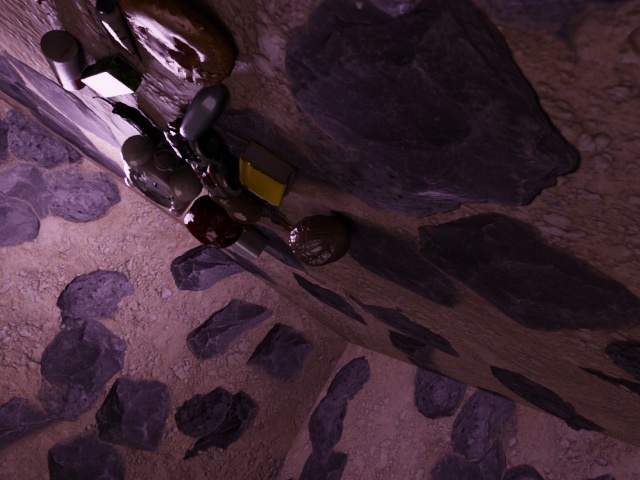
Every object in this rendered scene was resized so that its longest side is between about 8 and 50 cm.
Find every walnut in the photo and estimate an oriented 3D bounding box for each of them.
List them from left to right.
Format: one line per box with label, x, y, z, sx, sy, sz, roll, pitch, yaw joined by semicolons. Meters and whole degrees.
walnut;-0.439;-0.095;1.952;0.268;0.243;0.222;33;127;23
walnut;0.001;-0.002;1.419;0.178;0.178;0.230;40;151;-27

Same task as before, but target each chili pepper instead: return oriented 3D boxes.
chili pepper;-0.645;-0.415;1.579;0.122;0.065;0.279;17;163;33

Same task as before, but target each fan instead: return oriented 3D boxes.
fan;-0.143;-0.090;1.712;0.083;0.004;0.056;36;164;-15

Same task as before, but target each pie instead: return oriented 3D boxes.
pie;-0.289;-0.408;0.910;0.273;0.069;0.273;31;169;7

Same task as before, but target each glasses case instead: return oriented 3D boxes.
glasses case;-0.619;-0.482;1.333;0.272;0.062;0.095;16;166;47

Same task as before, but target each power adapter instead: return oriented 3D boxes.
power adapter;-0.398;-0.024;2.184;0.255;0.124;0.187;37;163;-19

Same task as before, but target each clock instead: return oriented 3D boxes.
clock;-0.648;-0.263;1.857;0.341;0.184;0.325;30;161;-11

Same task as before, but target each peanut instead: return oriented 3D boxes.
peanut;-0.329;-0.144;1.712;0.236;0.110;0.120;33;173;4

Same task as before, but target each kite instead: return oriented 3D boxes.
kite;-0.148;-0.064;1.778;0.183;0.014;0.241;20;161;40

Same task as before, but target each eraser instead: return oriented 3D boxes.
eraser;-0.161;-0.188;1.327;0.157;0.069;0.226;31;164;-2

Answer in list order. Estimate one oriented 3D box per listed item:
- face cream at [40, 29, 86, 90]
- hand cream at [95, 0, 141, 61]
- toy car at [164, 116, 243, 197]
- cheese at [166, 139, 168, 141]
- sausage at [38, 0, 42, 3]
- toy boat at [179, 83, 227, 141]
face cream;-0.779;-0.544;1.384;0.095;0.096;0.214;36;164;-13
hand cream;-0.482;-0.494;1.071;0.080;0.050;0.234;30;171;-7
toy car;-0.371;-0.261;1.433;0.193;0.118;0.301;24;161;37
cheese;-0.489;-0.343;1.543;0.083;0.042;0.060;16;171;2
sausage;-0.559;-0.559;0.961;0.263;0.083;0.083;19;160;38
toy boat;-0.294;-0.332;1.150;0.078;0.085;0.260;38;153;-19
